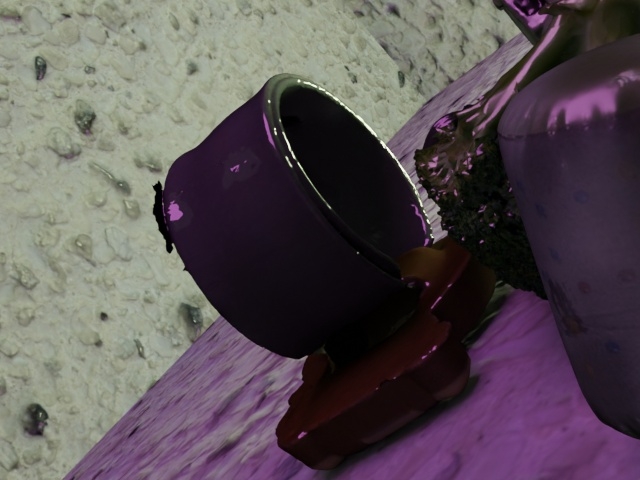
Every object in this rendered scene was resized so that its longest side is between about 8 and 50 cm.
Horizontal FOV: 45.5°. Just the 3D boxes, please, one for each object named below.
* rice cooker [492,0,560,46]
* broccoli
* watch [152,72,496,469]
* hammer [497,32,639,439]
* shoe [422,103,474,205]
[{"bbox_3d":[0.345,-0.273,0.783,0.277,0.288,0.288,-43,7,18],"label":"rice cooker"},{"bbox_3d":[0.208,-0.070,0.580,0.269,0.241,0.261,9,21,16],"label":"broccoli"},{"bbox_3d":[0.000,0.000,0.793,0.314,0.327,0.335,-38,9,27],"label":"watch"},{"bbox_3d":[0.267,-0.041,0.408,0.336,0.206,0.119,-24,12,-12],"label":"hammer"},{"bbox_3d":[0.187,-0.083,0.763,0.093,0.241,0.108,52,132,49],"label":"shoe"}]
